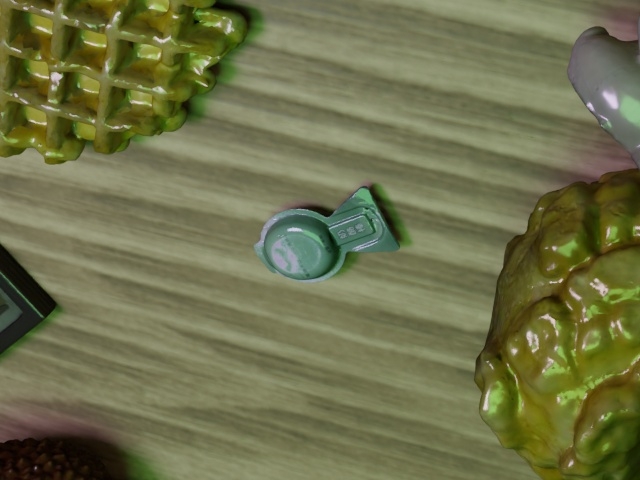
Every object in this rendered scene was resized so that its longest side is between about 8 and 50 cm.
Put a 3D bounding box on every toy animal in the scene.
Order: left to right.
[{"bbox_3d":[0.276,-0.136,1.295,0.212,0.124,0.124,-35,102,26],"label":"toy animal"}]

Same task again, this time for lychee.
[{"bbox_3d":[-0.270,0.260,1.716,0.194,0.194,0.194,11,123,17],"label":"lychee"}]

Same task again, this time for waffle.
[{"bbox_3d":[-0.212,-0.193,1.487,0.329,0.062,0.329,11,123,18],"label":"waffle"}]

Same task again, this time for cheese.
[{"bbox_3d":[0.000,0.000,1.535,0.121,0.026,0.067,-19,111,31],"label":"cheese"}]

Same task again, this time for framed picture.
[{"bbox_3d":[-0.328,0.031,1.696,0.168,0.023,0.128,48,126,-9],"label":"framed picture"}]

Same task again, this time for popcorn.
[{"bbox_3d":[0.208,0.068,1.368,0.190,0.250,0.250,12,124,10],"label":"popcorn"}]
